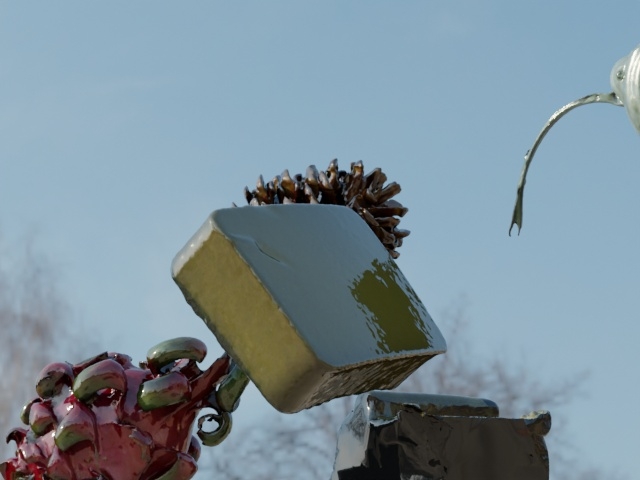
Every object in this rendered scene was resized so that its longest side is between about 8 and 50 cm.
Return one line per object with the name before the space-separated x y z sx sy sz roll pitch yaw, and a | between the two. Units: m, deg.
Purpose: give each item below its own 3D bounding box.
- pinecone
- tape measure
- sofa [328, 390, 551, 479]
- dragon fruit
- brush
pinecone | 0.000 0.000 1.386 0.174 0.173 0.173 -7 -27 -4
tape measure | 0.295 -0.094 1.463 0.330 0.164 0.084 -46 -32 21
sofa | 0.133 0.298 1.734 0.200 0.258 0.182 5 -12 -25
dragon fruit | -0.217 0.211 1.701 0.273 0.218 0.198 -45 -5 34
brush | -0.003 0.040 0.973 0.059 0.123 0.197 -44 -18 21
